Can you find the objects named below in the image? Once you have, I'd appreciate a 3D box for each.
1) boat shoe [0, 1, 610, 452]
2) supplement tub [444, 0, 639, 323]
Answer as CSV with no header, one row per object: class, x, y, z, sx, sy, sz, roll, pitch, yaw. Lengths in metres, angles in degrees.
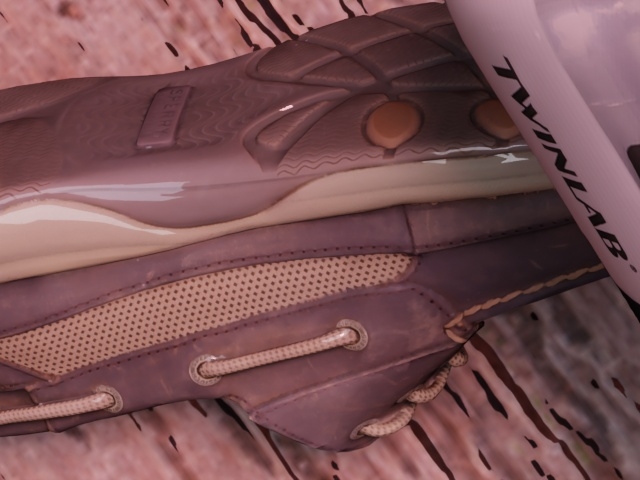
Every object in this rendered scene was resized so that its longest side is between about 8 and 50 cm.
boat shoe,0.000,0.000,0.635,0.355,0.132,0.130,-6,120,14
supplement tub,0.185,-0.001,0.461,0.193,0.193,0.316,-32,111,7
